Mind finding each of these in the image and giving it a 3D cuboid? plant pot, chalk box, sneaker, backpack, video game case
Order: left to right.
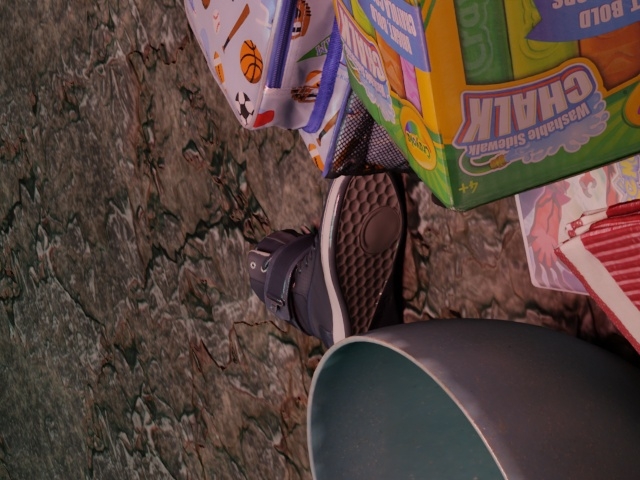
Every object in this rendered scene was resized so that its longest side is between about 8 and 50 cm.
[{"bbox_3d":[-0.002,0.001,1.419,0.163,0.086,0.226,38,139,43],"label":"sneaker"},{"bbox_3d":[0.028,-0.202,1.103,0.276,0.213,0.263,58,135,42],"label":"backpack"},{"bbox_3d":[0.113,-0.143,0.913,0.179,0.180,0.289,-123,15,-55],"label":"chalk box"},{"bbox_3d":[0.149,0.176,1.130,0.290,0.195,0.290,41,141,45],"label":"plant pot"},{"bbox_3d":[0.190,-0.056,1.097,0.183,0.023,0.201,8,114,60],"label":"video game case"}]

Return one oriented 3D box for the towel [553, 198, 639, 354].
[{"bbox_3d":[0.295,0.059,0.878,0.237,0.037,0.329,49,157,-13],"label":"towel"}]
